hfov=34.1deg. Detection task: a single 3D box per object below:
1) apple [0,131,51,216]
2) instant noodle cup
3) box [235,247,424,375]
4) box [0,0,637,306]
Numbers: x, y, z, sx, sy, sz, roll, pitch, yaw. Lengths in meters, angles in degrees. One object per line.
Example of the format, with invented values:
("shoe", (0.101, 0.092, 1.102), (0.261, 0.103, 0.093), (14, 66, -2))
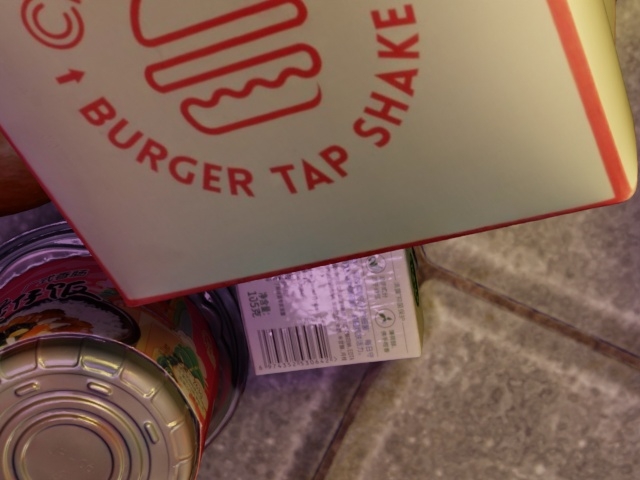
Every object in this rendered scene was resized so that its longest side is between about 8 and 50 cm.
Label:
("apple", (-0.320, -0.127, 0.807), (0.346, 0.254, 0.179), (28, 69, -2))
("instant noodle cup", (-0.184, 0.129, 0.817), (0.258, 0.181, 0.303), (8, 109, -8))
("box", (0.000, 0.000, 0.831), (0.139, 0.073, 0.194), (-8, 106, 10))
("box", (-0.017, -0.192, 0.587), (0.314, 0.300, 0.312), (-13, 126, 25))
